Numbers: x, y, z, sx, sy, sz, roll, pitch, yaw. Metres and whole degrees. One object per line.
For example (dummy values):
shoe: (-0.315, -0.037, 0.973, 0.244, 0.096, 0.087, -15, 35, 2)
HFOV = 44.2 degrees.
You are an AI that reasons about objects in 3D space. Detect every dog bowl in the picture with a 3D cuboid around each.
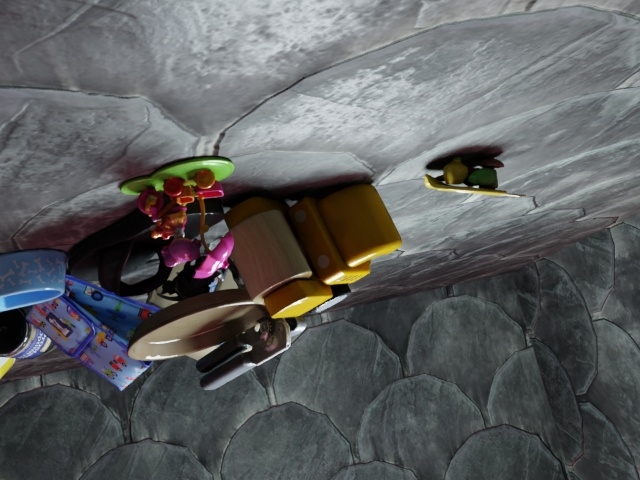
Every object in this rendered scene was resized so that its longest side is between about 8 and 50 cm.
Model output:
dog bowl: (-0.609, 0.088, 1.443, 0.297, 0.074, 0.166, -13, 169, -6)

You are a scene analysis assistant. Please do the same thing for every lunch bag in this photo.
lunch bag: (-0.493, 0.173, 1.687, 0.293, 0.138, 0.221, 32, 146, -12)

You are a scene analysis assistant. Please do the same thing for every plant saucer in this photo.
plant saucer: (-0.225, 0.155, 1.462, 0.277, 0.041, 0.278, -19, 162, -7)

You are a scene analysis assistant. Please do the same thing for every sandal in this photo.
sandal: (-0.326, 0.032, 1.414, 0.167, 0.107, 0.445, -5, 166, -39)

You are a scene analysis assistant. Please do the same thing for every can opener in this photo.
can opener: (-0.135, 0.221, 1.565, 0.095, 0.076, 0.283, 3, 152, -43)

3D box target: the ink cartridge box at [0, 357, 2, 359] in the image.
ink cartridge box: (-0.930, 0.286, 1.948, 0.324, 0.071, 0.330, -15, -161, 5)

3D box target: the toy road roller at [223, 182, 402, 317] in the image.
toy road roller: (0.000, 0.000, 1.457, 0.240, 0.203, 0.329, -32, 167, 19)

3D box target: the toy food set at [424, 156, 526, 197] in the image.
toy food set: (0.293, -0.126, 1.517, 0.128, 0.071, 0.217, 9, -174, 44)

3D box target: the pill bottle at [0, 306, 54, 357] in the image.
pill bottle: (-0.706, 0.218, 1.864, 0.122, 0.123, 0.219, -14, 169, 0)

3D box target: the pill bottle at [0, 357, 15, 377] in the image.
pill bottle: (-0.875, 0.318, 2.087, 0.103, 0.103, 0.184, -15, -163, 9)

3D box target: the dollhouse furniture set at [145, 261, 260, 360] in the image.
dollhouse furniture set: (-0.274, 0.164, 1.865, 0.286, 0.198, 0.303, 27, 148, -12)

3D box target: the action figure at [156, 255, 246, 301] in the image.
action figure: (-0.198, 0.081, 1.552, 0.164, 0.141, 0.275, -24, -170, 35)

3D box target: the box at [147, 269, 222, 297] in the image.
box: (-0.302, 0.148, 2.002, 0.256, 0.123, 0.128, -10, 168, -18)

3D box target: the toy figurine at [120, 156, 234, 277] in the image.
toy figurine: (-0.197, -0.022, 1.162, 0.173, 0.159, 0.130, -12, 169, -3)
